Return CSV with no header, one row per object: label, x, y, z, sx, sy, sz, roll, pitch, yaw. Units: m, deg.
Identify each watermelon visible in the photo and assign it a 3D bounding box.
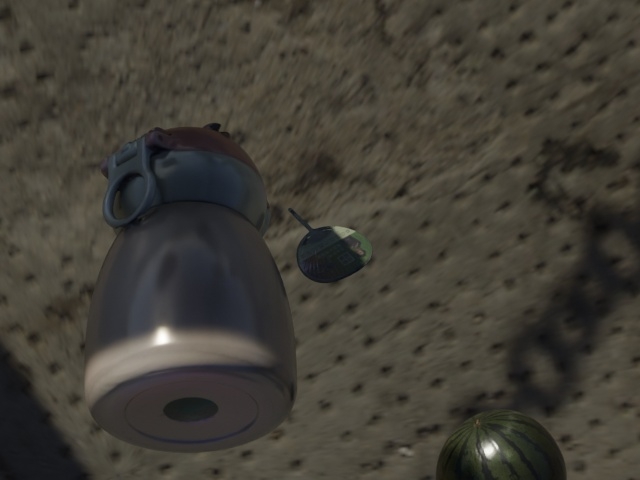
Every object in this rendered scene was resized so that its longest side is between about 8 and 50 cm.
watermelon,0.147,0.200,1.520,0.105,0.105,0.133,-22,116,-8

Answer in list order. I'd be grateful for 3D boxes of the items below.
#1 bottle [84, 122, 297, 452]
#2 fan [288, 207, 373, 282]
bottle,-0.094,0.020,1.372,0.147,0.147,0.237,0,57,-6
fan,0.009,0.001,1.476,0.060,0.003,0.080,-6,50,-7
